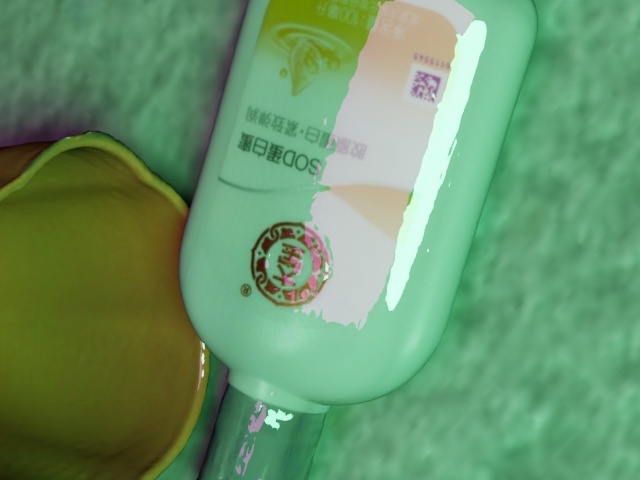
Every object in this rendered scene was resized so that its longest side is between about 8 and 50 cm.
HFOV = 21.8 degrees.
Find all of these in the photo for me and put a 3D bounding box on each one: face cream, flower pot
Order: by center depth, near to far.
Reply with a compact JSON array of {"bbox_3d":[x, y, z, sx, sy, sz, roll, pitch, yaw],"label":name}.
[{"bbox_3d":[0.000,0.000,0.795,0.144,0.071,0.291,22,101,20],"label":"face cream"},{"bbox_3d":[-0.175,0.044,0.820,0.173,0.190,0.191,1,93,33],"label":"flower pot"}]
